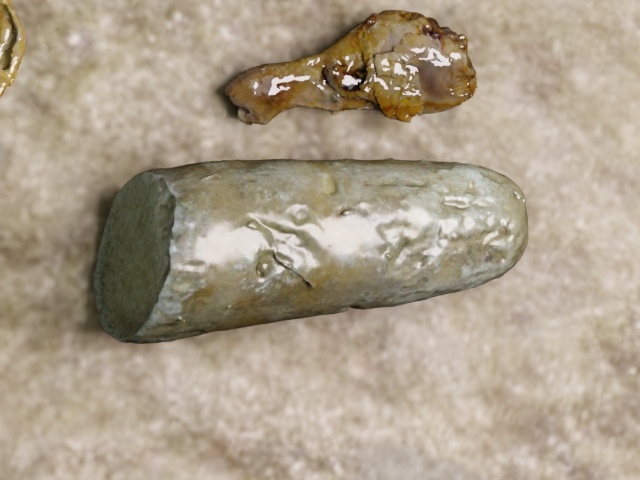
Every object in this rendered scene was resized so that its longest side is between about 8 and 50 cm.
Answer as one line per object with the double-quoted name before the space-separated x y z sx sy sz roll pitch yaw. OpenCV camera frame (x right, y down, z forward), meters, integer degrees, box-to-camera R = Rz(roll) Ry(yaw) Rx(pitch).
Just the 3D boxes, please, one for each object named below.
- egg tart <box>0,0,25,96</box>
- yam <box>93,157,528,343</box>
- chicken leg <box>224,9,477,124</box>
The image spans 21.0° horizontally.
"egg tart" -0.306 -0.165 1.214 0.212 0.090 0.212 16 68 -46
"yam" 0.000 0.000 1.292 0.330 0.133 0.133 -5 90 -15
"chicken leg" 0.022 -0.129 1.340 0.198 0.069 0.085 -11 115 -8
